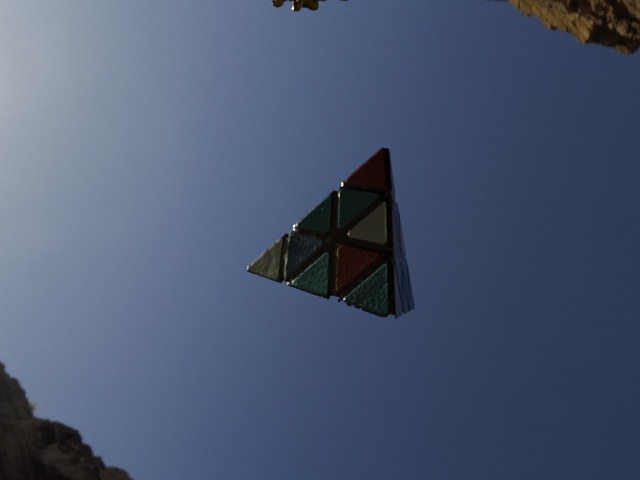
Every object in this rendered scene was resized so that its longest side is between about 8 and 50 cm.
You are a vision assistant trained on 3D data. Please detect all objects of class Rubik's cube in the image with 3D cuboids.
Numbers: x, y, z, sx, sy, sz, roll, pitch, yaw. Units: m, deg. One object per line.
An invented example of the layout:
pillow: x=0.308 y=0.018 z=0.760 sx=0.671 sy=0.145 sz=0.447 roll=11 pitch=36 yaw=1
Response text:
Rubik's cube: x=0.000 y=0.000 z=0.787 sx=0.234 sy=0.284 sz=0.249 roll=-6 pitch=-91 yaw=15

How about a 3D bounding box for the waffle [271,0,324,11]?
waffle: x=-0.042 y=-0.418 z=0.788 sx=0.070 sy=0.197 sz=0.193 roll=117 pitch=-29 yaw=-57
